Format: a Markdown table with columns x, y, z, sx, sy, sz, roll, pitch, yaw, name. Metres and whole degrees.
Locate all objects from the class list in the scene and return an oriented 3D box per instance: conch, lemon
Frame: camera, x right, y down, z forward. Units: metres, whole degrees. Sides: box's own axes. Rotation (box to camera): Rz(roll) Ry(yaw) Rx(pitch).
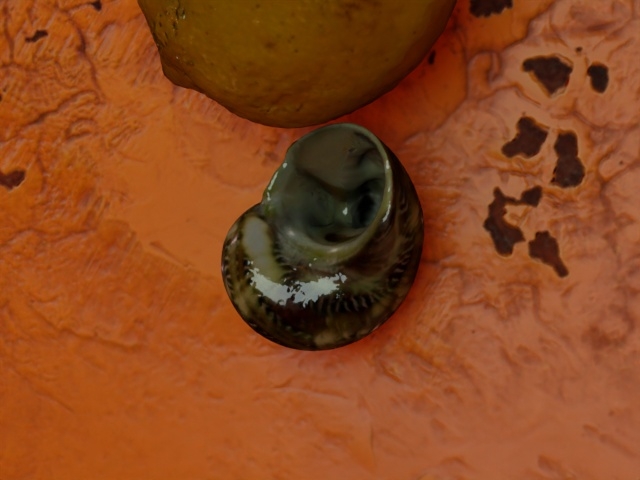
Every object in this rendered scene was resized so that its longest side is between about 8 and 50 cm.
| x | y | z | sx | sy | sz | roll | pitch | yaw | name |
| --- | --- | --- | --- | --- | --- | --- | --- | --- | --- |
| 0.001 | 0.000 | 1.497 | 0.181 | 0.124 | 0.187 | -1 | 84 | 24 | conch |
| -0.010 | -0.233 | 1.445 | 0.310 | 0.258 | 0.258 | -44 | 74 | 24 | lemon |
